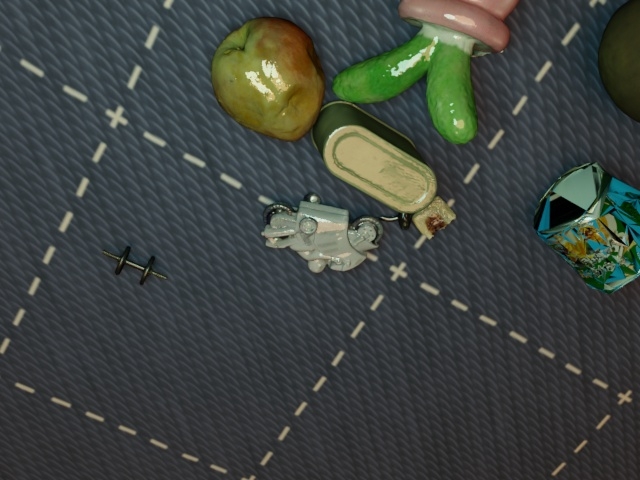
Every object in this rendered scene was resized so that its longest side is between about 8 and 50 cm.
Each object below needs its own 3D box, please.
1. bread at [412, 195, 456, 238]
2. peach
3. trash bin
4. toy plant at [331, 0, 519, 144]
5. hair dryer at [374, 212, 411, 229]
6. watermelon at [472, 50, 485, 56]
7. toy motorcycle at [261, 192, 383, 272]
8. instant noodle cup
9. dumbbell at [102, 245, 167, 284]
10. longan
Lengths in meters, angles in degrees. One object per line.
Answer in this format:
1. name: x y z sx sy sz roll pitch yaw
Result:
1. bread: 0.250 -0.052 1.365 0.083 0.035 0.070 -36 108 13
2. peach: -0.092 -0.291 1.166 0.214 0.214 0.235 -28 122 8
3. trash bin: 0.098 -0.166 1.197 0.243 0.247 0.121 29 106 -13
4. toy plant: 0.216 -0.389 1.152 0.317 0.211 0.356 30 112 26
5. hair dryer: 0.159 -0.062 1.362 0.083 0.031 0.079 -2 101 6
6. watermelon: 0.334 -0.393 1.237 0.061 0.085 0.085 15 113 -41
7. toy motorcycle: 0.000 0.000 1.337 0.260 0.110 0.170 8 123 -2
8. instant noodle cup: 0.575 -0.037 1.292 0.178 0.240 0.240 33 106 -14
9. dumbbell: -0.405 0.054 1.346 0.147 0.069 0.069 24 108 -12
10. longan: 0.695 -0.338 1.162 0.350 0.288 0.288 14 111 -21
